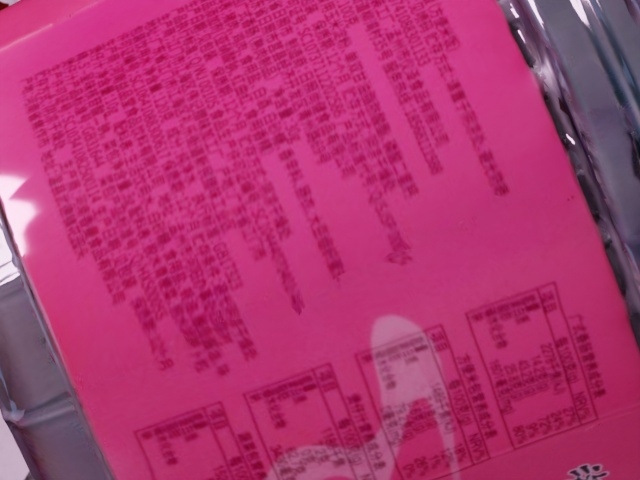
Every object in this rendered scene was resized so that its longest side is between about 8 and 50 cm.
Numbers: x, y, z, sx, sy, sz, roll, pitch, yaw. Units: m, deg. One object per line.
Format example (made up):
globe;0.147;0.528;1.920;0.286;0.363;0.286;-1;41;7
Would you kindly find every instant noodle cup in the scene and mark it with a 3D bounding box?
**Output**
instant noodle cup;0.000;0.000;0.461;0.302;0.181;0.258;70;177;-55
